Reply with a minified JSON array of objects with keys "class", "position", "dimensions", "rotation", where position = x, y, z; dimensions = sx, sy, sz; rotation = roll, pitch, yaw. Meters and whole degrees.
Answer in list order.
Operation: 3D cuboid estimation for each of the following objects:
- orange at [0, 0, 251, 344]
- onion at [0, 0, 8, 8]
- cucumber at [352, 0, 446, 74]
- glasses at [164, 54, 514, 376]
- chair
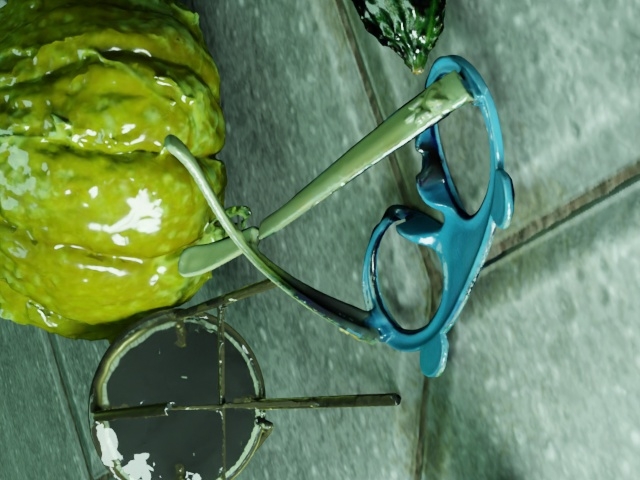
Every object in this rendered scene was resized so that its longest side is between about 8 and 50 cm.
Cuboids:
[{"class":"orange","position":[-0.192,-0.076,1.191],"dimensions":[0.300,0.223,0.301],"rotation":[142,126,-61]},{"class":"onion","position":[-0.255,-0.223,1.383],"dimensions":[0.131,0.131,0.131],"rotation":[39,136,52]},{"class":"cucumber","position":[0.015,-0.232,0.890],"dimensions":[0.300,0.072,0.072],"rotation":[68,153,18]},{"class":"glasses","position":[0.005,-0.027,0.926],"dimensions":[0.239,0.207,0.102],"rotation":[112,174,-48]},{"class":"chair","position":[-0.098,0.134,1.144],"dimensions":[0.170,0.160,0.326],"rotation":[48,155,-16]}]
